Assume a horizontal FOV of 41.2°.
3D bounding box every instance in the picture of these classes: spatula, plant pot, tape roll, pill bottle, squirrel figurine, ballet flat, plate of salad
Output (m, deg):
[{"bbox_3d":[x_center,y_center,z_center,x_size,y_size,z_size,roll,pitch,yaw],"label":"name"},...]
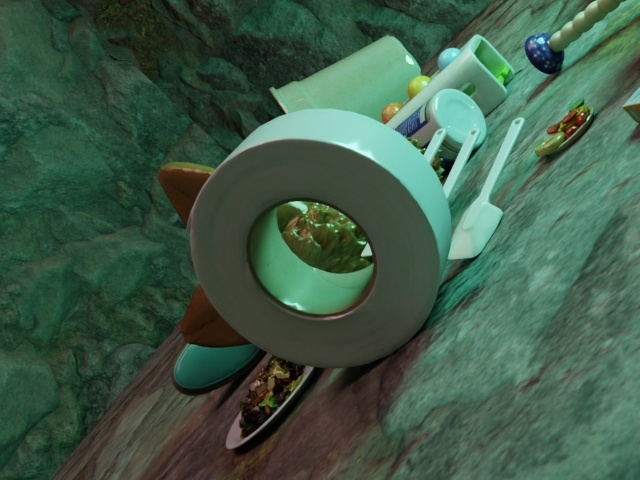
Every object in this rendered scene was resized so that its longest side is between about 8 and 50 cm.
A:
[{"bbox_3d":[0.167,-0.066,1.072,0.168,0.019,0.242,-4,43,42],"label":"spatula"},{"bbox_3d":[0.100,-0.302,1.987,0.305,0.334,0.334,-35,9,3],"label":"plant pot"},{"bbox_3d":[0.000,0.000,0.956,0.286,0.286,0.100,-42,10,31],"label":"tape roll"},{"bbox_3d":[0.181,-0.164,1.445,0.186,0.112,0.112,-36,13,51],"label":"pill bottle"},{"bbox_3d":[0.010,-0.025,1.294,0.397,0.281,0.370,-1,16,37],"label":"squirrel figurine"},{"bbox_3d":[-0.128,0.157,1.557,0.342,0.116,0.124,-48,-12,-14],"label":"ballet flat"},{"bbox_3d":[-0.070,0.203,1.180,0.200,0.048,0.200,-45,8,8],"label":"plate of salad"}]

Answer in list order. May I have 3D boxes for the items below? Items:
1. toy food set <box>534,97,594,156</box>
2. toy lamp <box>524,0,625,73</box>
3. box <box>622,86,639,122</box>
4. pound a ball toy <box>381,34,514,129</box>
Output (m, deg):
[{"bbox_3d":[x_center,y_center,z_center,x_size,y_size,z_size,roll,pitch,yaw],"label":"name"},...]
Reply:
[{"bbox_3d":[0.294,-0.134,1.027,0.083,0.020,0.082,-43,9,30],"label":"toy food set"},{"bbox_3d":[0.414,-0.340,1.231,0.080,0.080,0.274,-52,7,-34],"label":"toy lamp"},{"bbox_3d":[0.348,-0.154,0.820,0.081,0.028,0.136,-47,10,-3],"label":"box"},{"bbox_3d":[0.217,-0.262,1.656,0.319,0.136,0.208,-41,10,34],"label":"pound a ball toy"}]
